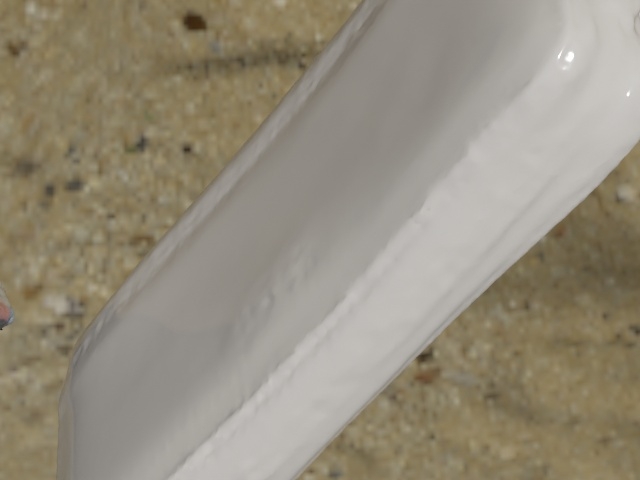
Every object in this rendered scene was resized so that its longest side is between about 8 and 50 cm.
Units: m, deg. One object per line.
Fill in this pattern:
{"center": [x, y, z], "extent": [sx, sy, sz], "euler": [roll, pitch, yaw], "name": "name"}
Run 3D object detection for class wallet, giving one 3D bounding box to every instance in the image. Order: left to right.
{"center": [0.000, 0.000, 0.382], "extent": [0.033, 0.095, 0.190], "euler": [28, 121, -27], "name": "wallet"}

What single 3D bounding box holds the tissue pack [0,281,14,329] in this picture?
{"center": [-0.122, 0.012, 0.445], "extent": [0.063, 0.035, 0.083], "euler": [-28, 161, 1], "name": "tissue pack"}
